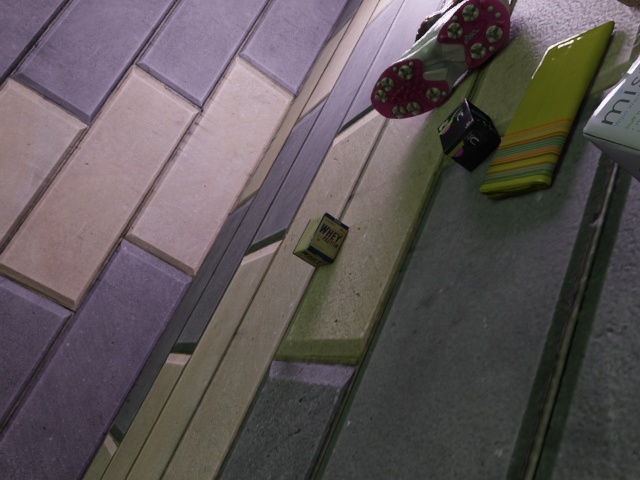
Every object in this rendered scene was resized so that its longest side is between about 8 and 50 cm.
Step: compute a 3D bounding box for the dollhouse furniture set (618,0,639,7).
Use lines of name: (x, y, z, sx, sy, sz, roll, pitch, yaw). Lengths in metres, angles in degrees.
dollhouse furniture set: (0.373, -0.334, 0.622, 0.114, 0.081, 0.091, -58, 17, 0)

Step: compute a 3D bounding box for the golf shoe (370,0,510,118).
golf shoe: (0.219, -0.332, 1.032, 0.306, 0.115, 0.140, -31, 20, 43)

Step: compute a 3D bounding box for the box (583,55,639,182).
box: (0.322, -0.114, 0.305, 0.262, 0.127, 0.231, -54, 17, 12)

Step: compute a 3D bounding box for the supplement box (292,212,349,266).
supplement box: (0.000, 0.000, 1.108, 0.083, 0.056, 0.083, -64, 18, -19)

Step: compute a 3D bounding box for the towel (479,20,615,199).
towel: (0.276, -0.156, 0.689, 0.237, 0.021, 0.102, -61, 23, -15)

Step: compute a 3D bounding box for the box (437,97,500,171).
box: (0.208, -0.150, 0.804, 0.062, 0.052, 0.083, -49, 20, 31)

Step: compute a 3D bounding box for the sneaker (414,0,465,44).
sneaker: (0.253, -0.442, 1.186, 0.158, 0.061, 0.065, -40, 31, 47)
